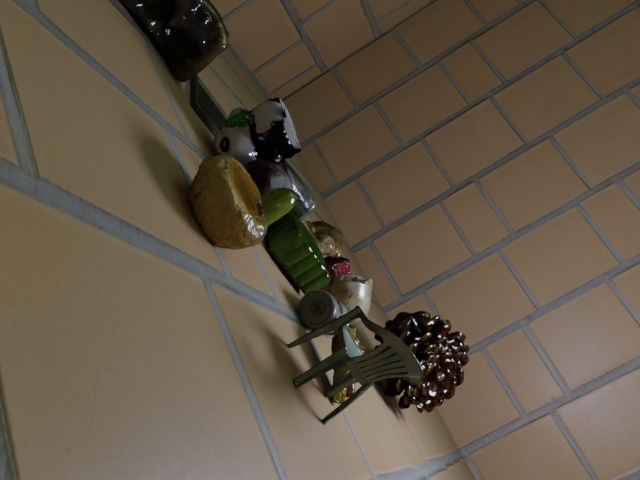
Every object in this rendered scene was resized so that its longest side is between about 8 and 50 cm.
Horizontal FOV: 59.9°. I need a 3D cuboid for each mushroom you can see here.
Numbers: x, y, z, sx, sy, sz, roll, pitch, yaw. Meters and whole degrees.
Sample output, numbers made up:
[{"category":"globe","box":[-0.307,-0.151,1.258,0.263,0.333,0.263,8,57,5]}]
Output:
[{"category":"mushroom","box":[0.090,0.220,2.051,0.253,0.195,0.189,25,68,-82]}]

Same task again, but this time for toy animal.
[{"category":"toy animal","box":[-0.213,-0.333,1.768,0.212,0.266,0.213,-13,90,-85]}]

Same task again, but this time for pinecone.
[{"category":"pinecone","box":[0.383,0.467,2.201,0.398,0.397,0.398,57,8,-13]}]

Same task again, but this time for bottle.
[{"category":"bottle","box":[0.025,0.232,1.719,0.120,0.120,0.253,62,7,23]}]

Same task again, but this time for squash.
[{"category":"squash","box":[-0.151,-0.091,1.570,0.095,0.188,0.095,54,10,-14]}]

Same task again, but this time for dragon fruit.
[{"category":"dragon fruit","box":[0.060,0.150,2.432,0.127,0.120,0.161,6,-71,48]}]

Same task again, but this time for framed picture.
[{"category":"framed picture","box":[-0.341,-0.389,2.083,0.446,0.028,0.326,54,10,-32]}]

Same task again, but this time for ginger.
[{"category":"ginger","box":[0.000,0.000,2.410,0.218,0.123,0.270,36,19,0]}]

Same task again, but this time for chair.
[{"category":"chair","box":[0.086,0.291,1.307,0.203,0.274,0.190,54,10,-18]}]

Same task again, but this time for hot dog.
[{"category":"hot dog","box":[0.078,0.321,1.525,0.123,0.093,0.262,66,22,-57]}]

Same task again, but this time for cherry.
[{"category":"cherry","box":[-0.172,-0.145,1.698,0.195,0.195,0.195,57,8,-13]}]

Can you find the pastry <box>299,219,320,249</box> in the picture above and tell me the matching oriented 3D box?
[{"category":"pastry","box":[-0.064,-0.005,2.158,0.166,0.088,0.166,61,7,-13]}]

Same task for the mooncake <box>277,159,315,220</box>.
[{"category":"mooncake","box":[-0.134,-0.213,2.315,0.254,0.136,0.250,49,10,-29]}]

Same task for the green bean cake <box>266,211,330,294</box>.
[{"category":"green bean cake","box":[-0.077,0.035,1.808,0.248,0.124,0.222,58,6,-27]}]

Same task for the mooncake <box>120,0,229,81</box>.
[{"category":"mooncake","box":[-0.485,-0.749,1.787,0.393,0.246,0.394,54,4,11]}]

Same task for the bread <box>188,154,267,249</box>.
[{"category":"bread","box":[-0.221,-0.084,1.319,0.245,0.134,0.244,60,8,-14]}]
